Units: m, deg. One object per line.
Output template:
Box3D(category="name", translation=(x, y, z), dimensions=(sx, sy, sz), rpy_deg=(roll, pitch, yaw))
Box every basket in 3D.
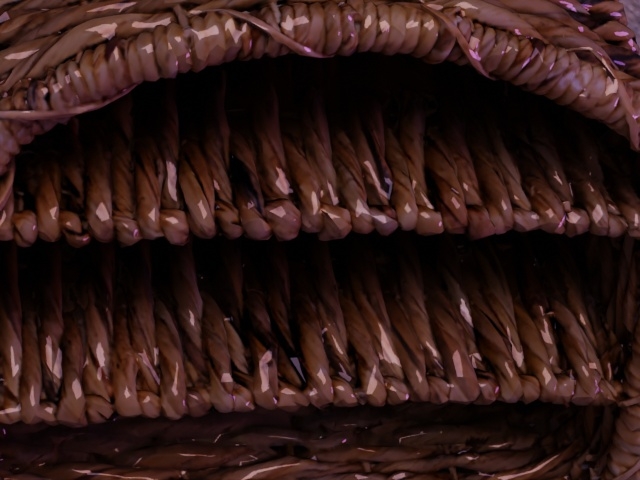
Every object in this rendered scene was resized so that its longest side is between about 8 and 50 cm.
Box3D(category="basket", translation=(0.000, 0.000, 0.526), dimensions=(0.299, 0.213, 0.223), rpy_deg=(1, 54, -15))
